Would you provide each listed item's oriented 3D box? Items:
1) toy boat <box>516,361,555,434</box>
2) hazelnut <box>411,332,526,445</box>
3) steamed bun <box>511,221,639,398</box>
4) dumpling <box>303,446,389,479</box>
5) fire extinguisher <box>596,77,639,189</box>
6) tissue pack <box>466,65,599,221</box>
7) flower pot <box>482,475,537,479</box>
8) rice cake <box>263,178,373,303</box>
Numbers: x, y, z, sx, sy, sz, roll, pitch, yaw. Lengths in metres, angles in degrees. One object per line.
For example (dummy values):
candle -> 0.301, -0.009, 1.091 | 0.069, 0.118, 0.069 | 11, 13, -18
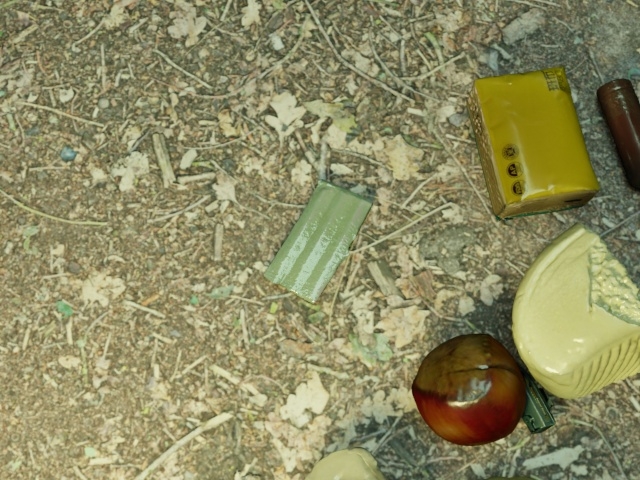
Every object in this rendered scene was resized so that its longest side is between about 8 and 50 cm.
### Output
toy boat -> 0.372, 0.278, 1.930 | 0.060, 0.055, 0.141 | -17, 70, -30
hazelnut -> 0.272, 0.271, 1.875 | 0.208, 0.208, 0.208 | 0, 72, 0
steamed bun -> 0.453, 0.119, 1.879 | 0.273, 0.290, 0.272 | -26, 59, 0
dumpling -> 0.053, 0.528, 1.725 | 0.260, 0.181, 0.341 | -32, 85, 13
fire extinguisher -> 0.620, -0.183, 2.079 | 0.089, 0.072, 0.268 | -2, 68, -36
tissue pack -> 0.402, -0.186, 2.042 | 0.192, 0.134, 0.271 | -11, 72, -4
flower pot -> 0.321, 0.532, 1.748 | 0.307, 0.244, 0.308 | 0, 71, 1
rice cake -> 0.000, 0.000, 2.027 | 0.127, 0.043, 0.237 | 27, 74, 7
